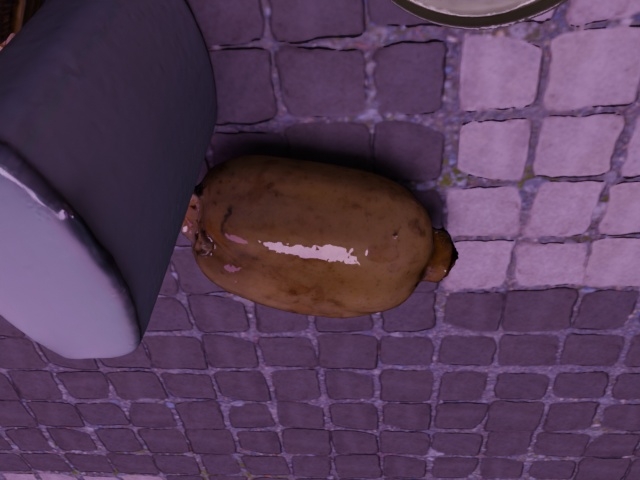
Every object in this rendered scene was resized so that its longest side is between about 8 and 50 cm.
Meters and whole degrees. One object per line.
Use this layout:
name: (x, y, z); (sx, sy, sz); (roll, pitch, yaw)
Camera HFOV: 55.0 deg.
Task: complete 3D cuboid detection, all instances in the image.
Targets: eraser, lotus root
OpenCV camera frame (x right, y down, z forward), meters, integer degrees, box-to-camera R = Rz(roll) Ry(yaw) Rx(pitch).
eraser: (-0.160, -0.078, 0.465); (0.104, 0.290, 0.189); (-9, 133, 14)
lotus root: (0.000, 0.000, 0.626); (0.283, 0.146, 0.160); (8, 151, -7)

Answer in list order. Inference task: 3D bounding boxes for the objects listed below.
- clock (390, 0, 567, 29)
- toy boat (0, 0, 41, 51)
clock: (0.124, -0.269, 0.442); (0.234, 0.029, 0.235); (2, 133, 2)
toy boat: (-0.261, -0.221, 0.459); (0.089, 0.115, 0.310); (19, 131, -16)
